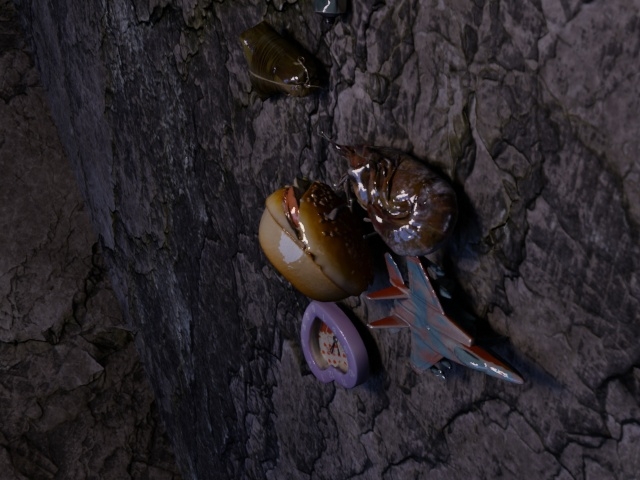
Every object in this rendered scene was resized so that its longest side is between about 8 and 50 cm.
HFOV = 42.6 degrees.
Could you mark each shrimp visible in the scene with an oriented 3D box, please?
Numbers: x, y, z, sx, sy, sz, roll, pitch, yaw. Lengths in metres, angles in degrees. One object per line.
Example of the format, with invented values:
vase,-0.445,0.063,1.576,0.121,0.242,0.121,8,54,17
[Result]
shrimp,0.086,-0.082,1.278,0.343,0.116,0.145,44,116,46

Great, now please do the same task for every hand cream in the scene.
hand cream,0.011,-0.460,1.267,0.075,0.052,0.248,29,129,50

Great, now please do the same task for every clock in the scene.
clock,0.030,0.188,1.566,0.198,0.064,0.172,-6,100,60

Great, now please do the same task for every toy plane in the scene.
toy plane,0.194,0.134,1.223,0.326,0.104,0.223,25,127,48

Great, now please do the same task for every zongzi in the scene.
zongzi,-0.063,-0.274,1.480,0.187,0.084,0.184,46,156,31

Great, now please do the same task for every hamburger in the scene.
hamburger,0.000,0.002,1.375,0.147,0.237,0.237,-44,62,19
